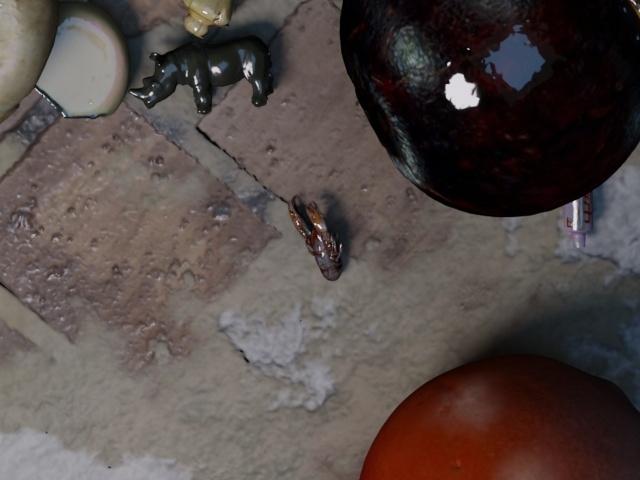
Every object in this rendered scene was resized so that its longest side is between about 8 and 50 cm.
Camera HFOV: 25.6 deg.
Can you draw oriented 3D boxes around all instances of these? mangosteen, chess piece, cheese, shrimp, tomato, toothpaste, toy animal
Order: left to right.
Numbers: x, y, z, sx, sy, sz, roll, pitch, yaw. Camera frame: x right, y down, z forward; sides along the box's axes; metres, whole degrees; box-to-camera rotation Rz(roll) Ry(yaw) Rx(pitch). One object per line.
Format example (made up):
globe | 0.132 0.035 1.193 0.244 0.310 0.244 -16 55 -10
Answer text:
cheese | -0.227 -0.188 1.260 0.092 0.047 0.171 -22 108 -3
toy animal | -0.109 -0.150 1.283 0.136 0.047 0.065 -10 113 -8
chess piece | -0.070 -0.259 1.258 0.060 0.060 0.172 29 103 -14
shrimp | 0.001 -0.002 1.349 0.029 0.038 0.092 -47 112 -38
mangosteen | 0.166 -0.168 1.197 0.300 0.300 0.300 -2 106 -7
tomato | 0.190 0.262 1.312 0.322 0.321 0.321 -2 106 -7
toothpaste | 0.250 -0.076 1.365 0.045 0.028 0.170 -7 103 -12

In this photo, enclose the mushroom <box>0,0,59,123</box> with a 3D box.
mushroom | -0.340 -0.192 1.170 0.255 0.184 0.254 -1 103 -6
